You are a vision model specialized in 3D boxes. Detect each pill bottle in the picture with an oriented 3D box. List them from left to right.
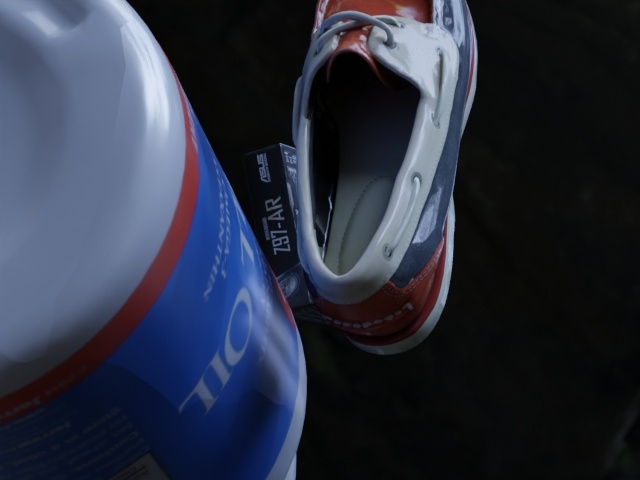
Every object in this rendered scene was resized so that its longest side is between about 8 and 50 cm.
[{"bbox_3d":[-0.072,0.027,0.523,0.124,0.124,0.221,29,-16,22],"label":"pill bottle"}]

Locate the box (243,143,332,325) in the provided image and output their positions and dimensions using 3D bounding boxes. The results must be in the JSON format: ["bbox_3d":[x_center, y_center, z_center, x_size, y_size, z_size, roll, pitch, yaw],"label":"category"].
[{"bbox_3d":[0.000,0.000,0.795,0.018,0.067,0.083,-16,-13,23],"label":"box"}]

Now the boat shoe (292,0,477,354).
[{"bbox_3d":[0.014,-0.037,0.531,0.049,0.137,0.043,-8,-29,21],"label":"boat shoe"}]
